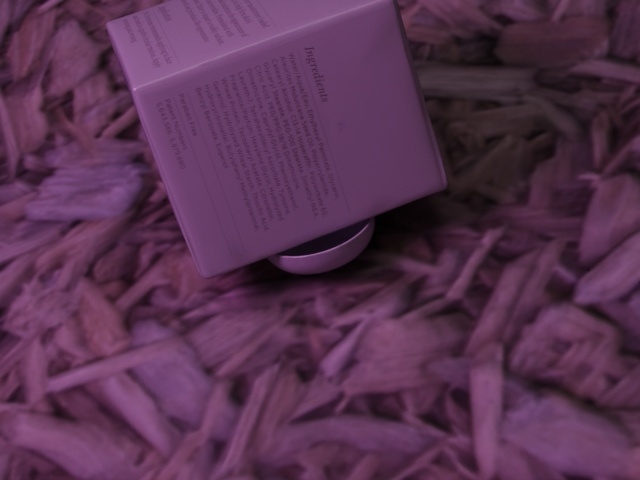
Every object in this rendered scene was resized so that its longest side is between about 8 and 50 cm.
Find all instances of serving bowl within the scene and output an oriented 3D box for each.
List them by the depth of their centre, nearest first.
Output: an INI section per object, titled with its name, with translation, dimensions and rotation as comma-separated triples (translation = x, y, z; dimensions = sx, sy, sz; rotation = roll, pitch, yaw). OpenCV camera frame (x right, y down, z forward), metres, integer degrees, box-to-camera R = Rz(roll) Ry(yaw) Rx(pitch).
[serving bowl]
translation = 0.000, 0.000, 1.057
dimensions = 0.083, 0.027, 0.083
rotation = -13, 29, 7

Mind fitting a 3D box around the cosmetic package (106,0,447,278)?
[cosmetic package]
translation = -0.032, -0.095, 1.053
dimensions = 0.184, 0.151, 0.151
rotation = -20, 28, -4
